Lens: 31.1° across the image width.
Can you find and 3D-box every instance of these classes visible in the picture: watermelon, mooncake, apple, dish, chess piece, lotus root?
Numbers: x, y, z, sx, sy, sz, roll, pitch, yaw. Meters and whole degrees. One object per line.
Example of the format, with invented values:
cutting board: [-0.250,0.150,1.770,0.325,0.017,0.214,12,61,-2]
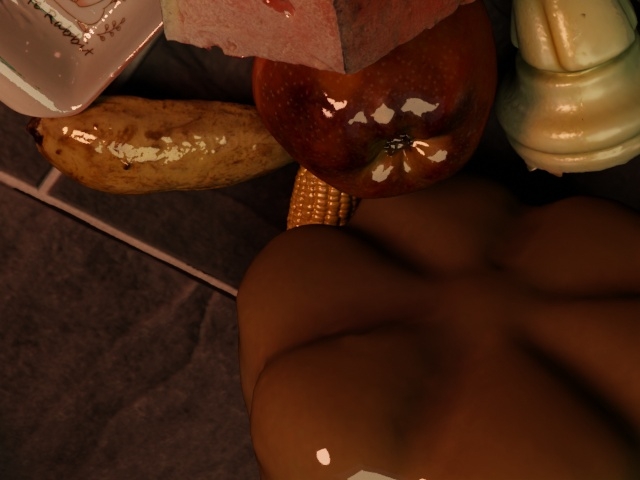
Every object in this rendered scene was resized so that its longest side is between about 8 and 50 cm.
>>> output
watermelon: [0.027,-0.224,0.857,0.260,0.256,0.176,-34,94,-18]
mooncake: [0.150,0.139,1.034,0.466,0.467,0.262,-8,125,-1]
apple: [0.049,-0.140,1.020,0.229,0.230,0.230,-3,127,-5]
dish: [-0.223,-0.216,1.012,0.154,0.064,0.234,40,112,-21]
chess piece: [0.210,-0.219,1.003,0.175,0.176,0.298,-19,126,7]
lotus root: [-0.148,-0.091,1.098,0.258,0.110,0.097,1,86,-9]

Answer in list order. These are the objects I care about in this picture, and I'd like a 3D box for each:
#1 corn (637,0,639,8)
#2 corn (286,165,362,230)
corn: [0.340,-0.226,1.074,0.086,0.086,0.253,-30,122,15]
corn: [0.000,0.000,1.200,0.080,0.080,0.238,4,127,-10]
